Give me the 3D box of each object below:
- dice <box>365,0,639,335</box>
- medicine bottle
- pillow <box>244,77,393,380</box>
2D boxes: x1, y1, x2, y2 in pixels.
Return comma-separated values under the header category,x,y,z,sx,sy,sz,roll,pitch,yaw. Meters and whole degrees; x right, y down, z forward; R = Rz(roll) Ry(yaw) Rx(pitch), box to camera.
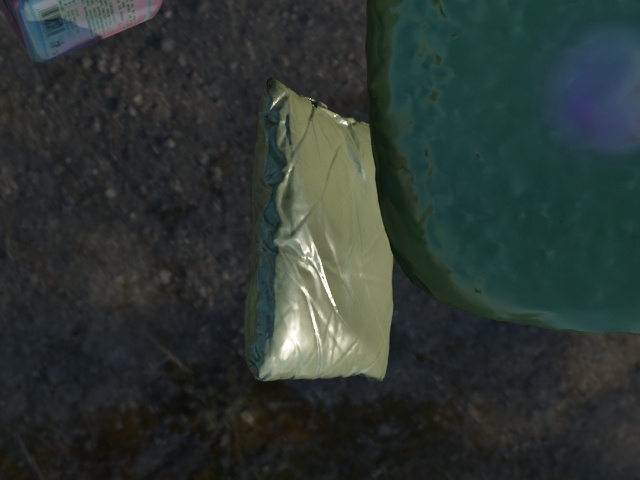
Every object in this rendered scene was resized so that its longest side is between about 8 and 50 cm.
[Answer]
category,x,y,z,sx,sy,sz,roll,pitch,yaw
dice,0.218,-0.124,0.914,0.319,0.330,0.322,1,102,17
medicine bottle,-0.201,-0.254,1.181,0.188,0.119,0.094,-25,150,-14
pillow,0.001,0.001,1.284,0.281,0.076,0.274,11,79,-64
